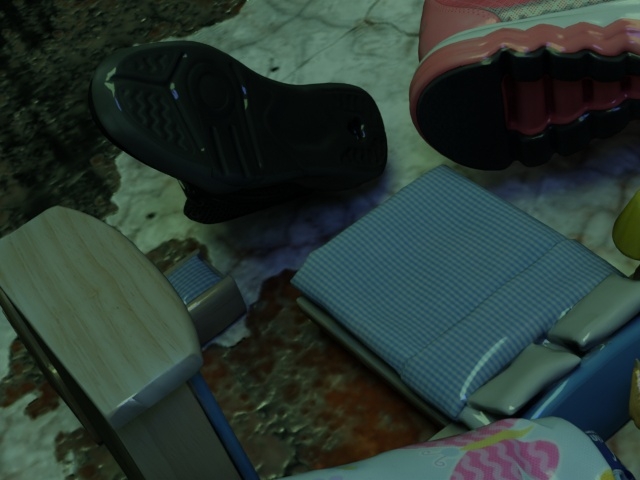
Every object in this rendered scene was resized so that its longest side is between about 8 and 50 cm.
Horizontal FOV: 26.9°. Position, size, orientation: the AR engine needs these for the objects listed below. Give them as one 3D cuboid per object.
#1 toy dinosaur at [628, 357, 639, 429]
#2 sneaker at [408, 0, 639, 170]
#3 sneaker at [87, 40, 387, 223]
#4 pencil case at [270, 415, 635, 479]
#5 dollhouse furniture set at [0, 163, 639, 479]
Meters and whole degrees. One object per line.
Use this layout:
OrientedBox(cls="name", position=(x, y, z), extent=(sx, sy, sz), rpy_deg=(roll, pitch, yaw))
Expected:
OrientedBox(cls="toy dinosaur", position=(0.201, 0.093, 0.622), extent=(0.112, 0.064, 0.211), rpy_deg=(7, 50, 27))
OrientedBox(cls="sneaker", position=(0.205, -0.137, 0.791), extent=(0.313, 0.116, 0.136), rpy_deg=(-6, 49, 5))
OrientedBox(cls="sneaker", position=(-0.072, -0.056, 0.806), extent=(0.130, 0.227, 0.087), rpy_deg=(-18, 79, 35))
OrientedBox(cls="pencil case", position=(0.001, 0.156, 0.542), extent=(0.273, 0.114, 0.124), rpy_deg=(-9, 37, -19))
OrientedBox(cls="dollhouse furniture set", position=(0.000, 0.000, 0.702), extent=(0.303, 0.198, 0.286), rpy_deg=(-35, 44, -15))
